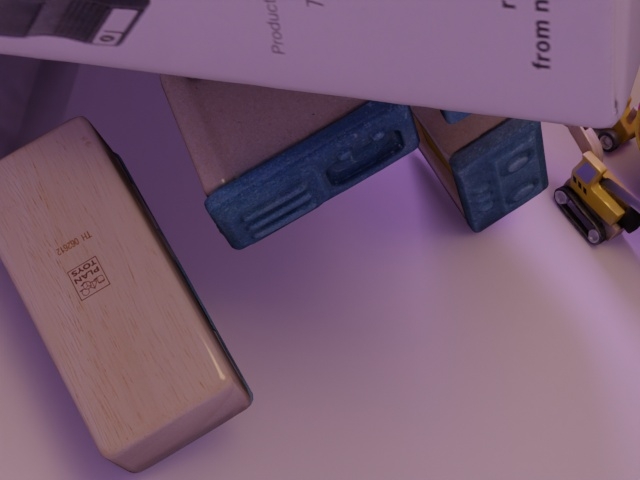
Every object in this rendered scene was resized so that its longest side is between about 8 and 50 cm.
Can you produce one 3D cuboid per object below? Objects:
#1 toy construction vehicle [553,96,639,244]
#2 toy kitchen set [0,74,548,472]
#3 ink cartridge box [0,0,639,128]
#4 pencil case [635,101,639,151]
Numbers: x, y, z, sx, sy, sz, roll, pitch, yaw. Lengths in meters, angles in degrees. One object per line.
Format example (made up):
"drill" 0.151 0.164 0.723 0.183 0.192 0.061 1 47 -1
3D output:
"toy construction vehicle" 0.149 -0.040 0.726 0.086 0.035 0.098 -24 70 -37
"toy kitchen set" 0.000 0.000 0.607 0.207 0.166 0.122 -30 69 0
"ink cartridge box" -0.058 -0.208 0.549 0.395 0.166 0.285 9 45 19
"pencil case" 0.247 -0.070 0.732 0.104 0.104 0.236 49 39 13
